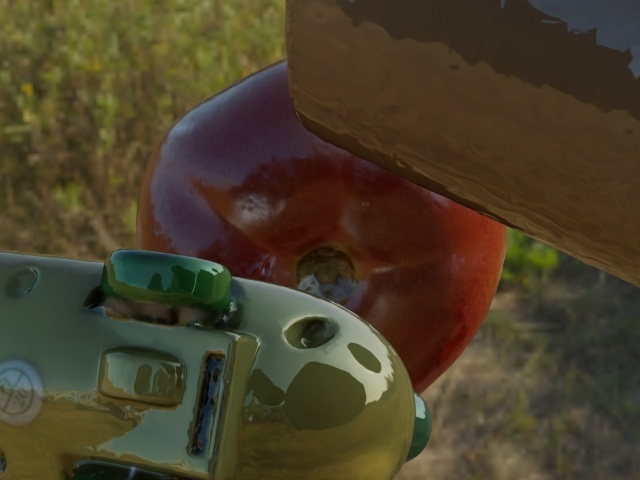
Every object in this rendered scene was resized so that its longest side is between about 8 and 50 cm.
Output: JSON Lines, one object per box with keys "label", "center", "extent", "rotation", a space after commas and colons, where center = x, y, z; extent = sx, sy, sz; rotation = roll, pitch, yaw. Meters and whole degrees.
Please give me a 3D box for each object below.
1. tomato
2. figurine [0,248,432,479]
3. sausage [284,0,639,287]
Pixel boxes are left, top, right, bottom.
{"label": "tomato", "center": [0.000, 0.000, 1.245], "extent": [0.298, 0.299, 0.226], "rotation": [-5, 11, -7]}
{"label": "figurine", "center": [-0.110, 0.068, 0.812], "extent": [0.324, 0.124, 0.222], "rotation": [7, -3, 21]}
{"label": "sausage", "center": [0.102, -0.048, 0.470], "extent": [0.252, 0.123, 0.123], "rotation": [25, 26, 18]}
